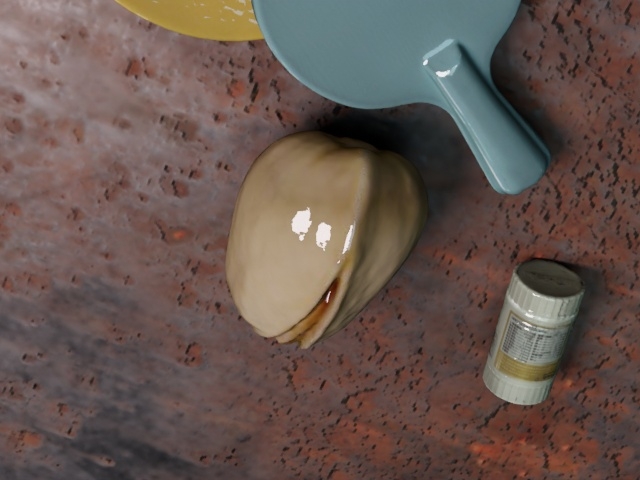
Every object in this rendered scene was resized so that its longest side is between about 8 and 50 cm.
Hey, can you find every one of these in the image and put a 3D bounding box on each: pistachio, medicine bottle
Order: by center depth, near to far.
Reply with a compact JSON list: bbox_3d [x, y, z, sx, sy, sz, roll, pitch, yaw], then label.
[{"bbox_3d":[0.000,0.000,0.900,0.113,0.113,0.149,14,125,-8],"label":"pistachio"},{"bbox_3d":[0.133,0.058,0.971,0.047,0.047,0.083,9,121,-5],"label":"medicine bottle"}]

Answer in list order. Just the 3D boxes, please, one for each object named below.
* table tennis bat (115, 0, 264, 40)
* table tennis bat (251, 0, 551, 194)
[{"bbox_3d":[-0.096,-0.224,0.798,0.321,0.050,0.198,27,117,-20],"label":"table tennis bat"},{"bbox_3d":[0.060,-0.115,0.857,0.149,0.038,0.237,-35,121,9],"label":"table tennis bat"}]
